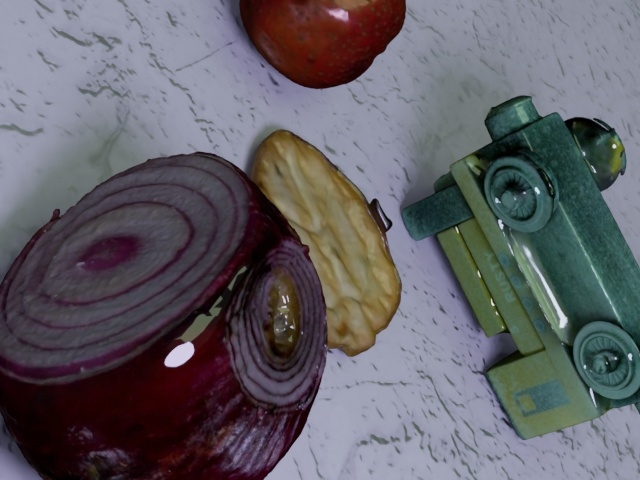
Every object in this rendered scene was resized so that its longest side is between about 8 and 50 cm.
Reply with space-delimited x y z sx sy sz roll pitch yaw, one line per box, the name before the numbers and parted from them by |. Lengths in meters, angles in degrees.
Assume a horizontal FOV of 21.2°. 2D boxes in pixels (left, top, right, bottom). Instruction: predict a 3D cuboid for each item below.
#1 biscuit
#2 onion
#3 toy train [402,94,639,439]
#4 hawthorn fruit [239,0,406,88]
biscuit | -0.003 0.002 1.856 0.203 0.041 0.260 -17 82 -42
onion | -0.123 0.102 1.533 0.260 0.282 0.336 60 30 -32
toy train | 0.259 0.039 1.922 0.160 0.253 0.397 -29 91 -40
hawthorn fruit | -0.012 -0.266 1.879 0.200 0.179 0.179 29 53 -22
